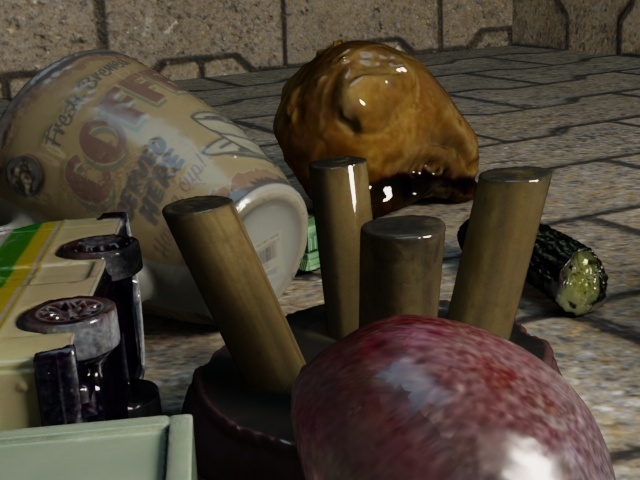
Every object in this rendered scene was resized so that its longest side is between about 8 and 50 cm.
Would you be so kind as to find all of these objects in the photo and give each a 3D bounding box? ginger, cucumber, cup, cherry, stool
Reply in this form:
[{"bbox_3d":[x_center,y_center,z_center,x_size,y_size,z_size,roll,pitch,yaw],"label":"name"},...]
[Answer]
[{"bbox_3d":[0.073,-0.150,1.449,0.269,0.222,0.200,-16,16,-33],"label":"ginger"},{"bbox_3d":[0.200,0.009,1.115,0.067,0.067,0.245,-7,17,-17],"label":"cucumber"},{"bbox_3d":[-0.174,-0.017,1.030,0.257,0.227,0.301,27,50,35],"label":"cup"},{"bbox_3d":[0.069,0.115,0.569,0.140,0.176,0.176,-30,2,27],"label":"cherry"},{"bbox_3d":[0.033,0.051,0.770,0.272,0.178,0.272,-4,15,1],"label":"stool"}]

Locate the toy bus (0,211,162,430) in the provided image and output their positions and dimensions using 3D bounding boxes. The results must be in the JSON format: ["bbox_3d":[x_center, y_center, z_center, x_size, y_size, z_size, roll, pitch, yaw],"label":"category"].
[{"bbox_3d":[-0.205,0.088,0.746,0.179,0.143,0.305,-5,17,-2],"label":"toy bus"}]

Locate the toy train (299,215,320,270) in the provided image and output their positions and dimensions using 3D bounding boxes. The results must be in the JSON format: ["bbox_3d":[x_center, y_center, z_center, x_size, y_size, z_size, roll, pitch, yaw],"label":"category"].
[{"bbox_3d":[0.000,0.000,1.196,0.038,0.056,0.093,9,18,42],"label":"toy train"}]

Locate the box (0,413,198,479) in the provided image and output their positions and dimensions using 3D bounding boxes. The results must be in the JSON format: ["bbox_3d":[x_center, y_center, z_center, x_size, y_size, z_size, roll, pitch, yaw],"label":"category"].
[{"bbox_3d":[-0.160,0.177,0.458,0.225,0.117,0.225,-4,15,-5],"label":"box"}]
